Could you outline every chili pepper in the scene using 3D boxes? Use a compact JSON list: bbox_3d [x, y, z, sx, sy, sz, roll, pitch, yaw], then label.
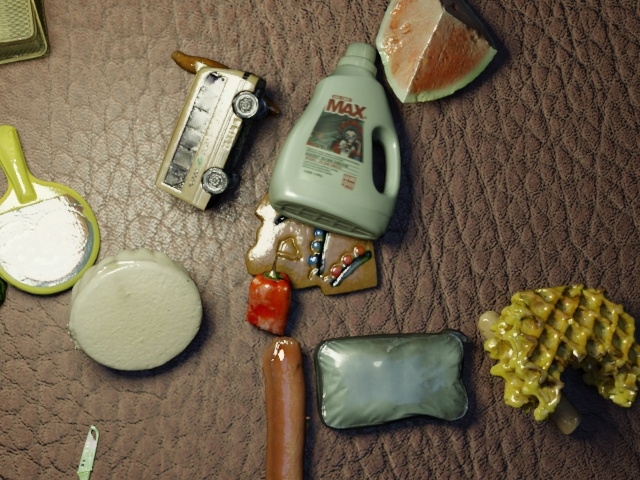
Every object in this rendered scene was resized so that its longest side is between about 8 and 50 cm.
[{"bbox_3d":[-0.099,0.102,1.810,0.086,0.084,0.192,3,109,-29],"label":"chili pepper"}]

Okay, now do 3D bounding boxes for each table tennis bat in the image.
[{"bbox_3d":[-0.594,-0.068,1.829,0.224,0.054,0.369,-21,86,-16],"label":"table tennis bat"}]

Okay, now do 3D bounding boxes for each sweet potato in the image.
[{"bbox_3d":[-0.197,-0.338,1.879,0.264,0.057,0.057,33,84,4],"label":"sweet potato"}]

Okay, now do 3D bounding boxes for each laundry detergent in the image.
[{"bbox_3d":[0.059,-0.219,1.835,0.263,0.125,0.398,18,71,-10],"label":"laundry detergent"}]

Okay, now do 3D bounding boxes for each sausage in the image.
[{"bbox_3d":[-0.074,0.406,1.806,0.094,0.094,0.419,3,84,-33],"label":"sausage"},{"bbox_3d":[0.436,0.272,1.861,0.065,0.066,0.301,-40,88,-6],"label":"sausage"}]

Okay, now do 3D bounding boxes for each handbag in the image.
[{"bbox_3d":[0.154,0.287,1.843,0.332,0.075,0.192,-5,82,-1],"label":"handbag"}]

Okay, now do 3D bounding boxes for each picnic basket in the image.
[{"bbox_3d":[-0.659,-0.500,1.820,0.165,0.139,0.267,-8,85,-4],"label":"picnic basket"}]

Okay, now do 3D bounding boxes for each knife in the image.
[{"bbox_3d":[-0.484,0.481,1.812,0.030,0.014,0.207,12,83,-3],"label":"knife"}]

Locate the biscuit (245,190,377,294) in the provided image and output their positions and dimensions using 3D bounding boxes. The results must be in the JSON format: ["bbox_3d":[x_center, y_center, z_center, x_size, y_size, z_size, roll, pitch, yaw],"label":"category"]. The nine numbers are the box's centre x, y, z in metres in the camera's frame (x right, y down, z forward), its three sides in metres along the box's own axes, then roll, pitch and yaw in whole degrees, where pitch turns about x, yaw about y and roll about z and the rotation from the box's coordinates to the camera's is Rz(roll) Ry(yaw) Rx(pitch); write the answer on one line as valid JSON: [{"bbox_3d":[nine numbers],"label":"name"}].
[{"bbox_3d":[0.000,0.000,1.866,0.301,0.043,0.278,32,84,-1],"label":"biscuit"}]

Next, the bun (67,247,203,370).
[{"bbox_3d":[-0.377,0.114,1.784,0.263,0.175,0.263,-8,122,-14],"label":"bun"}]

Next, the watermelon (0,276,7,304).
[{"bbox_3d":[-0.695,0.059,1.821,0.163,0.087,0.069,43,47,-2],"label":"watermelon"}]

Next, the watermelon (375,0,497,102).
[{"bbox_3d":[0.229,-0.419,1.860,0.256,0.176,0.260,35,106,8],"label":"watermelon"}]

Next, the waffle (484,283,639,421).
[{"bbox_3d":[0.499,0.223,1.789,0.324,0.151,0.261,-2,72,-26],"label":"waffle"}]

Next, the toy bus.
[{"bbox_3d":[-0.219,-0.216,1.800,0.157,0.139,0.290,24,100,2],"label":"toy bus"}]
